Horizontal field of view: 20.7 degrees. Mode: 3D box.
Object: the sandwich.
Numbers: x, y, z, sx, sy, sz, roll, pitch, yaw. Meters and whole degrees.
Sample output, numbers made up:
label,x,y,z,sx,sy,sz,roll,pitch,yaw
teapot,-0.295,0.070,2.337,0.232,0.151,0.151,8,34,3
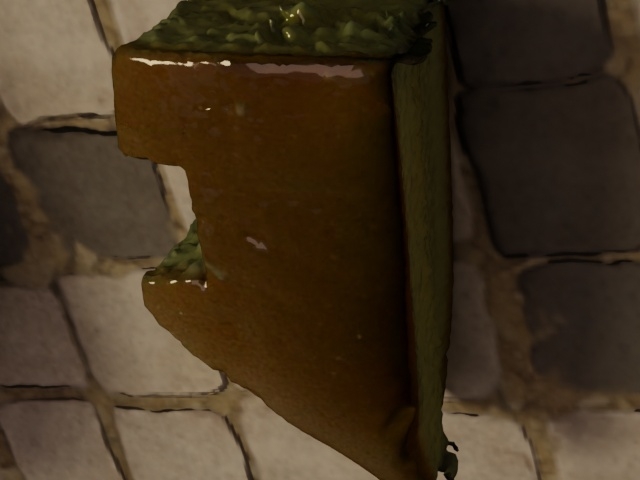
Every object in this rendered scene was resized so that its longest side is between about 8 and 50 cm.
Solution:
label,x,y,z,sx,sy,sz,roll,pitch,yaw
sandwich,0.000,0.000,0.774,0.128,0.122,0.235,8,123,20
